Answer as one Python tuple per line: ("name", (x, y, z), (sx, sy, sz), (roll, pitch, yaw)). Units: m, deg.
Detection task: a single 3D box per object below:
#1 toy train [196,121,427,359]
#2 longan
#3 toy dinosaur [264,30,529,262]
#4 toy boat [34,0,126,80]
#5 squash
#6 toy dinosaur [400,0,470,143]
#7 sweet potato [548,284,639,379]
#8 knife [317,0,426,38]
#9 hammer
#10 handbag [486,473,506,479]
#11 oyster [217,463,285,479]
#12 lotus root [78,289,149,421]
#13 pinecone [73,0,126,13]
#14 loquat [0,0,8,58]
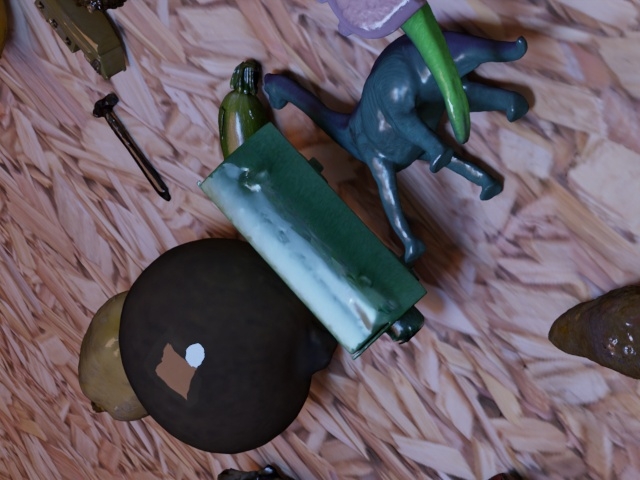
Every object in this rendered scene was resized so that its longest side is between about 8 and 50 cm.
("toy train", (0.000, 0.000, 1.554), (0.301, 0.120, 0.202), (48, -177, 7))
("longan", (-0.128, 0.143, 1.835), (0.300, 0.243, 0.300), (5, 123, 8))
("toy dinosaur", (0.058, -0.179, 1.447), (0.331, 0.129, 0.383), (51, 147, 25))
("toy boat", (-0.338, -0.306, 1.885), (0.200, 0.057, 0.077), (52, 152, 7))
("squash", (-0.071, -0.070, 1.723), (0.071, 0.080, 0.319), (-100, -7, -69))
("toy dinosaur", (-0.045, -0.269, 1.411), (0.374, 0.144, 0.500), (-34, 75, 59))
("sweet potato", (0.334, 0.097, 1.309), (0.341, 0.092, 0.114), (13, 144, 49))
("knife", (0.141, -0.299, 1.140), (0.398, 0.038, 0.132), (-40, 80, 35))
("hammer", (-0.270, -0.131, 1.977), (0.178, 0.021, 0.065), (56, 147, 1))
("handbag", (0.205, 0.409, 1.714), (0.171, 0.151, 0.298), (51, 140, 2))
("oyster", (0.013, 0.456, 2.061), (0.396, 0.111, 0.204), (22, 152, 41))
("lotus root", (-0.302, 0.195, 2.184), (0.169, 0.151, 0.343), (39, 147, 4))
("pinecone", (-0.289, -0.346, 1.747), (0.102, 0.102, 0.109), (-9, 103, 55))
("loquat", (-0.581, -0.322, 2.033), (0.235, 0.235, 0.235), (33, 141, 32))
